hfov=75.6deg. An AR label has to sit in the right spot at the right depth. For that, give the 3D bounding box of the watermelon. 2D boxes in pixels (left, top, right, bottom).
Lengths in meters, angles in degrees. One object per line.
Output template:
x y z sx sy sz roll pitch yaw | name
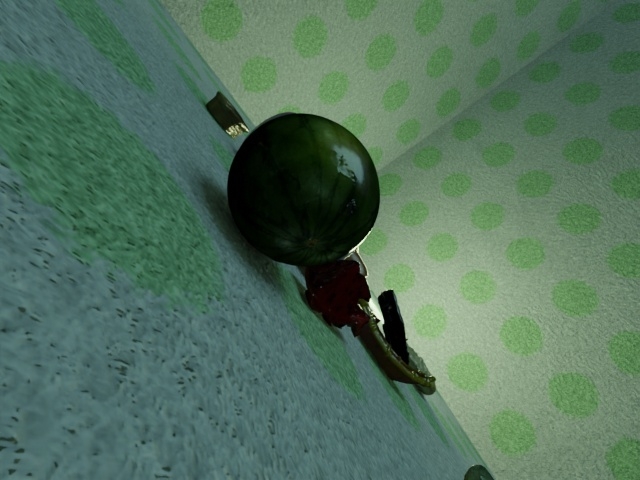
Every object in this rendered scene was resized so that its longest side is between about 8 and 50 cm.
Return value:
-0.026 -0.078 0.655 0.242 0.242 0.242 54 4 -6 | watermelon

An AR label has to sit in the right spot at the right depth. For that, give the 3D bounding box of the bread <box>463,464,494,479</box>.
0.409 0.632 1.011 0.157 0.082 0.094 58 2 14 | bread

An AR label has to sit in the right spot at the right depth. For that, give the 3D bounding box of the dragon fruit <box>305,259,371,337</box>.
0.042 0.108 0.831 0.192 0.122 0.092 49 -8 -37 | dragon fruit

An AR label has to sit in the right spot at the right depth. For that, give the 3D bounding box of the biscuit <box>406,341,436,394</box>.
0.392 0.523 1.638 0.281 0.084 0.179 53 4 -33 | biscuit

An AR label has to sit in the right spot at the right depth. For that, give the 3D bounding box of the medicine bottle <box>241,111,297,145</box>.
-0.068 -0.193 1.235 0.325 0.212 0.212 51 6 -41 | medicine bottle

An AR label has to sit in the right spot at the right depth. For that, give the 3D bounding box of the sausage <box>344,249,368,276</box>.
0.049 0.025 1.456 0.304 0.121 0.121 57 5 19 | sausage

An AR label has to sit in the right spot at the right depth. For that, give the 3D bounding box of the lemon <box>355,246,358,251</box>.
0.095 0.027 1.833 0.142 0.142 0.187 57 3 30 | lemon

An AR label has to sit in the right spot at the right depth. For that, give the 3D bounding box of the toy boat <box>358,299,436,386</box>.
0.175 0.277 1.104 0.318 0.099 0.141 52 1 -1 | toy boat

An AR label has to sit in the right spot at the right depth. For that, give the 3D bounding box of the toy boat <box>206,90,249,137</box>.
-0.296 -0.395 1.292 0.116 0.061 0.188 57 4 7 | toy boat

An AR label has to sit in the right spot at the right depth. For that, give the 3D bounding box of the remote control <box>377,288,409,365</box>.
0.232 0.293 1.299 0.399 0.062 0.145 70 6 -51 | remote control

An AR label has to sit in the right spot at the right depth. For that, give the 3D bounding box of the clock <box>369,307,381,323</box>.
0.112 0.199 1.246 0.155 0.061 0.113 53 4 14 | clock

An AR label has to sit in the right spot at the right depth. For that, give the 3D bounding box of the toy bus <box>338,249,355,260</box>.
0.000 0.000 1.046 0.106 0.130 0.297 53 4 -10 | toy bus
